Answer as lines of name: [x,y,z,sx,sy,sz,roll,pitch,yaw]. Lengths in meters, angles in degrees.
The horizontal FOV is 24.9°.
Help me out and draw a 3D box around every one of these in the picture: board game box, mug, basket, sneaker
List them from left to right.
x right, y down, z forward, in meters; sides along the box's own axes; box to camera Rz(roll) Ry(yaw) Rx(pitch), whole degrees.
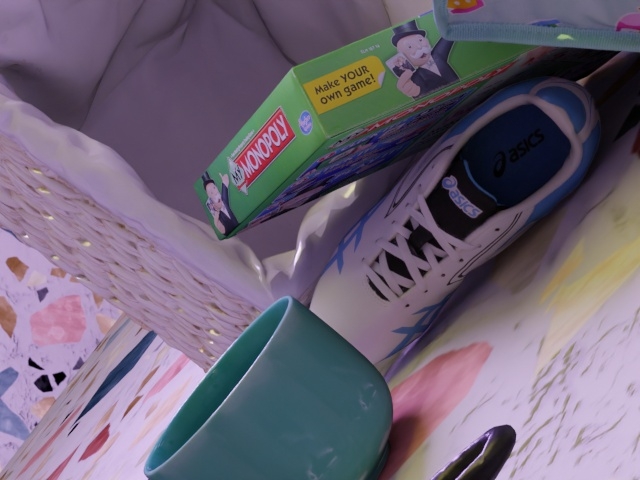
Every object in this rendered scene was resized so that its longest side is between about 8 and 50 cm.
basket: [-0.075,-0.110,1.140,0.331,0.328,0.266,-52,-10,-22]
mug: [-0.019,0.105,0.821,0.129,0.097,0.158,-47,7,23]
sneaker: [0.072,-0.011,0.885,0.237,0.085,0.086,-46,-14,16]
board game box: [0.091,-0.105,0.901,0.317,0.046,0.213,-25,-6,-24]

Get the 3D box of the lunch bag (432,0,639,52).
lunch bag: [0.200,-0.205,0.718,0.262,0.160,0.223,5,43,31]

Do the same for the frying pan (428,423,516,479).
frying pan: [-0.036,0.204,0.613,0.326,0.053,0.197,-48,8,-6]
